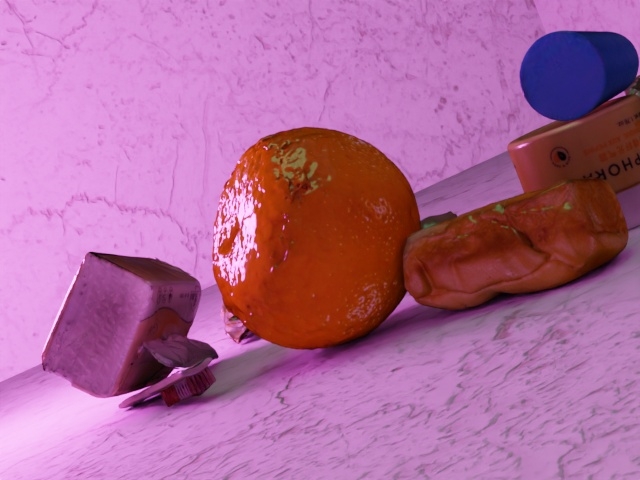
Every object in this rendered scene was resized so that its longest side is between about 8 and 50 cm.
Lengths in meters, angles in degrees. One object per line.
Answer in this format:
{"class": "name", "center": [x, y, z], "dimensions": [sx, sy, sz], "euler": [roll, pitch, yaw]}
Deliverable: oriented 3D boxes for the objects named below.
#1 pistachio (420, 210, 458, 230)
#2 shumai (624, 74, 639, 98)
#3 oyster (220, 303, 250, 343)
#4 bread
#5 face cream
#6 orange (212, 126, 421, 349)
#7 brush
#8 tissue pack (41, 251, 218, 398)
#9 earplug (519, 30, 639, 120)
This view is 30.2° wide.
{"class": "pistachio", "center": [0.212, 0.000, 2.089], "dimensions": [0.113, 0.113, 0.149], "euler": [-22, 6, 8]}
{"class": "shumai", "center": [0.693, -0.247, 2.182], "dimensions": [0.218, 0.189, 0.256], "euler": [-23, 9, 20]}
{"class": "oyster", "center": [-0.136, 0.147, 2.325], "dimensions": [0.166, 0.094, 0.294], "euler": [-40, 11, 11]}
{"class": "bread", "center": [0.258, 0.006, 1.618], "dimensions": [0.294, 0.132, 0.167], "euler": [-21, 4, 35]}
{"class": "face cream", "center": [0.422, -0.107, 1.850], "dimensions": [0.218, 0.179, 0.218], "euler": [-22, 4, 2]}
{"class": "orange", "center": [0.000, 0.000, 1.780], "dimensions": [0.293, 0.340, 0.341], "euler": [11, -12, -27]}
{"class": "brush", "center": [-0.245, 0.242, 1.891], "dimensions": [0.060, 0.050, 0.321], "euler": [-28, -1, -31]}
{"class": "tissue pack", "center": [-0.295, 0.154, 2.016], "dimensions": [0.239, 0.238, 0.305], "euler": [-22, -6, 8]}
{"class": "earplug", "center": [0.420, -0.268, 1.850], "dimensions": [0.132, 0.132, 0.273], "euler": [-20, 1, 32]}
